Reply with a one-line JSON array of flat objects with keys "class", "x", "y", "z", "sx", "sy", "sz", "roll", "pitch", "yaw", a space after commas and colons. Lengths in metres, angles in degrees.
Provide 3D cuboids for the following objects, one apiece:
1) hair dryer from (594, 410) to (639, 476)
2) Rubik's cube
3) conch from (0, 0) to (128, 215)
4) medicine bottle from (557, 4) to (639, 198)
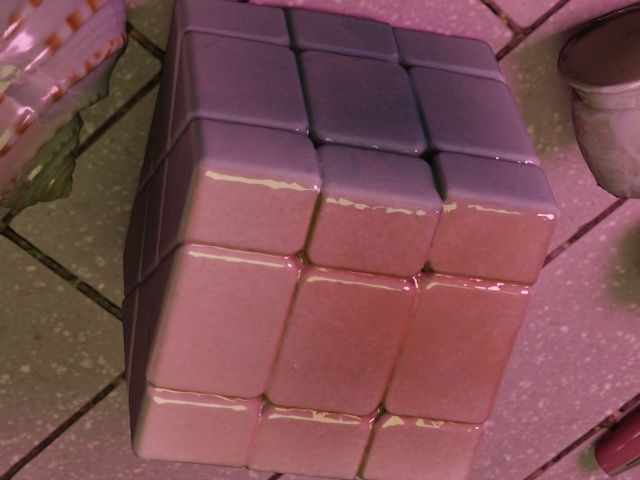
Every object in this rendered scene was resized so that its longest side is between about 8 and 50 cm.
[{"class": "hair dryer", "x": 0.392, "y": 0.243, "z": 2.065, "sx": 0.154, "sy": 0.054, "sz": 0.106, "roll": 32, "pitch": 119, "yaw": -31}, {"class": "Rubik's cube", "x": 0.000, "y": 0.000, "z": 1.674, "sx": 0.316, "sy": 0.322, "sz": 0.318, "roll": 7, "pitch": 123, "yaw": -14}, {"class": "conch", "x": -0.314, "y": -0.169, "z": 1.589, "sx": 0.303, "sy": 0.215, "sz": 0.319, "roll": -43, "pitch": 121, "yaw": 9}, {"class": "medicine bottle", "x": 0.306, "y": -0.133, "z": 1.728, "sx": 0.147, "sy": 0.147, "sz": 0.143, "roll": -19, "pitch": 122, "yaw": 6}]
